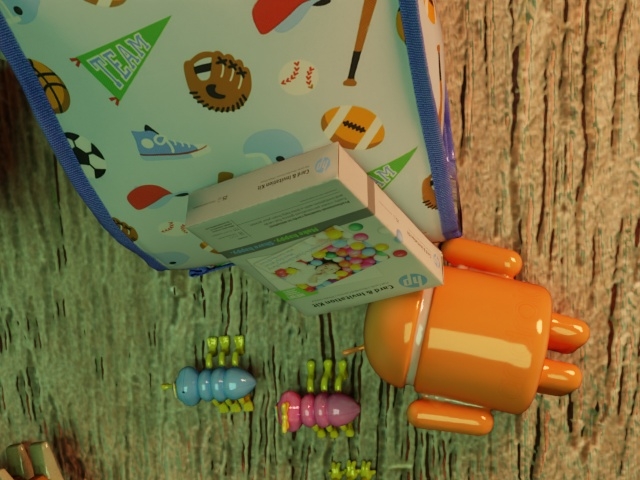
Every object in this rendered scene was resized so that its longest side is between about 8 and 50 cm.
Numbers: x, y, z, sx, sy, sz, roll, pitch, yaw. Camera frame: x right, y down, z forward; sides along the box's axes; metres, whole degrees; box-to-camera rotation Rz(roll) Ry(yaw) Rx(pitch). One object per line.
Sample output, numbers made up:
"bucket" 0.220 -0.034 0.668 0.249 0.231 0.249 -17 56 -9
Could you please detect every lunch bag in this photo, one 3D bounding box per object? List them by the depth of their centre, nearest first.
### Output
"lunch bag" -0.054 -0.136 0.751 0.328 0.238 0.385 -7 130 13

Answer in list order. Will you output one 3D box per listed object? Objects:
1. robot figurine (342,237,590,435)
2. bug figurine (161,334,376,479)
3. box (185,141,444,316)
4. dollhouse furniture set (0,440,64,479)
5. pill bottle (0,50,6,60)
"robot figurine" 0.137 0.089 0.815 0.220 0.128 0.158 11 114 8
"bug figurine" -0.049 0.237 0.904 0.216 0.072 0.278 -9 97 13
"box" 0.000 0.000 0.726 0.145 0.186 0.038 -16 56 27
"dollhouse furniture set" -0.417 0.348 0.920 0.259 0.262 0.135 -20 98 48
"pill bottle" -0.253 -0.273 0.839 0.118 0.117 0.208 20 103 8
